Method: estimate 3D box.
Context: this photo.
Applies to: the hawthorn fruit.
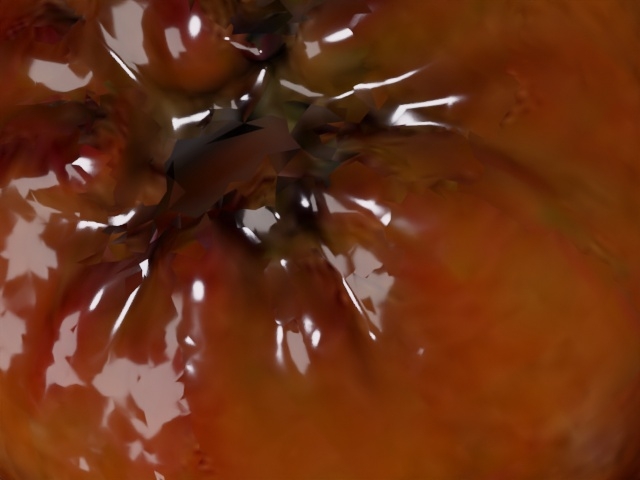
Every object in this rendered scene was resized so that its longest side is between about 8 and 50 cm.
[{"bbox_3d":[0.000,0.000,0.558,0.261,0.224,0.224,67,-176,-76],"label":"hawthorn fruit"}]
